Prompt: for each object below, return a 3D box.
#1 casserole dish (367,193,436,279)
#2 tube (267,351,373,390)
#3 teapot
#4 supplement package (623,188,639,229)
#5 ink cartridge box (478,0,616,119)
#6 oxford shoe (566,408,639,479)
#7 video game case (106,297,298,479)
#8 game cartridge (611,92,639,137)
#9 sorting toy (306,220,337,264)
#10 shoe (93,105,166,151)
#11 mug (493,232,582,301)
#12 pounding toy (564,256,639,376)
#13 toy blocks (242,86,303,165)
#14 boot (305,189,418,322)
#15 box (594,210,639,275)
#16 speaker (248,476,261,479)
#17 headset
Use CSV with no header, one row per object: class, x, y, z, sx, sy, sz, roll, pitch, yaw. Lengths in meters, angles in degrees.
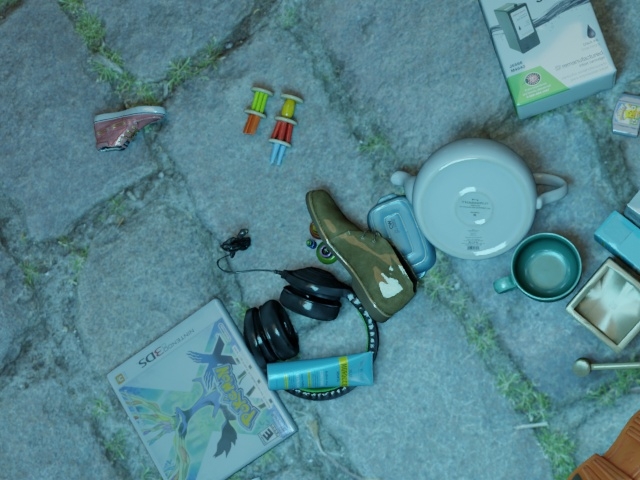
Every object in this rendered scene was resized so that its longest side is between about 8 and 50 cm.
casserole dish,0.161,-0.008,1.968,0.114,0.037,0.188,-22,76,11
tube,0.000,0.257,1.887,0.207,0.052,0.080,-5,125,-4
teapot,0.303,-0.097,1.875,0.256,0.187,0.252,42,115,-9
supplement package,0.670,-0.079,1.757,0.149,0.203,0.194,40,94,16
ink cartridge box,0.440,-0.405,1.909,0.198,0.115,0.273,-19,78,12
oxford shoe,0.606,0.404,1.765,0.364,0.132,0.130,-34,31,-4
video game case,-0.252,0.338,2.026,0.300,0.036,0.329,-35,75,8
game cartridge,0.601,-0.246,1.897,0.056,0.017,0.083,13,85,20
sorting toy,0.000,0.000,2.005,0.061,0.042,0.102,-20,78,11
shoe,-0.420,-0.245,2.143,0.178,0.063,0.081,-7,82,19
mug,0.420,0.052,1.859,0.158,0.097,0.129,10,85,17
pounding toy,0.545,0.166,1.818,0.181,0.094,0.206,41,103,11
toy blocks,-0.112,-0.242,2.064,0.123,0.054,0.148,15,86,16
boot,0.084,0.007,1.934,0.115,0.112,0.305,-40,76,24
box,0.624,0.048,1.805,0.244,0.100,0.060,42,95,17
speaker,-0.124,0.550,1.952,0.055,0.055,0.136,-25,76,10
headset,-0.055,0.141,1.975,0.243,0.185,0.394,-45,89,9
